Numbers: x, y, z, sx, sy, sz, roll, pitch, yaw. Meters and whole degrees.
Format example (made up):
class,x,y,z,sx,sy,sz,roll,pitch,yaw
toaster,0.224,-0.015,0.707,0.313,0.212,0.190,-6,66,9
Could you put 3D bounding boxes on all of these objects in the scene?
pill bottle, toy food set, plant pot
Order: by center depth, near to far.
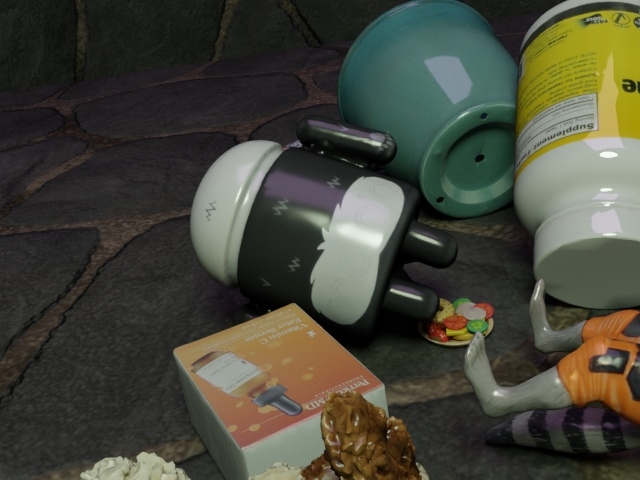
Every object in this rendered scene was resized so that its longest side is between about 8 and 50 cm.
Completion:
class,x,y,z,sx,sy,sz,roll,pitch,yaw
toy food set,0.146,0.086,0.807,0.082,0.020,0.083,-4,25,8
pill bottle,0.314,-0.102,0.841,0.188,0.188,0.334,0,56,17
plant pot,0.190,-0.176,1.093,0.271,0.271,0.255,-13,40,-9

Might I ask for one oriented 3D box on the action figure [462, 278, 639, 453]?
class,x,y,z,sx,sy,sz,roll,pitch,yaw
action figure,0.314,0.123,0.592,0.330,0.178,0.341,14,3,28

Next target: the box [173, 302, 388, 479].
class,x,y,z,sx,sy,sz,roll,pitch,yaw
box,-0.036,0.146,0.658,0.130,0.091,0.170,-20,27,-22

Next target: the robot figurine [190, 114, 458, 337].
class,x,y,z,sx,sy,sz,roll,pitch,yaw
robot figurine,0.001,-0.002,0.791,0.278,0.173,0.209,18,50,11

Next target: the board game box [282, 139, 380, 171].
class,x,y,z,sx,sy,sz,roll,pitch,yaw
board game box,-0.025,-0.124,1.257,0.194,0.060,0.194,9,30,33

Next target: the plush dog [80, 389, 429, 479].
class,x,y,z,sx,sy,sz,roll,pitch,yaw
plush dog,-0.019,0.204,0.428,0.225,0.262,0.210,-36,69,-28
